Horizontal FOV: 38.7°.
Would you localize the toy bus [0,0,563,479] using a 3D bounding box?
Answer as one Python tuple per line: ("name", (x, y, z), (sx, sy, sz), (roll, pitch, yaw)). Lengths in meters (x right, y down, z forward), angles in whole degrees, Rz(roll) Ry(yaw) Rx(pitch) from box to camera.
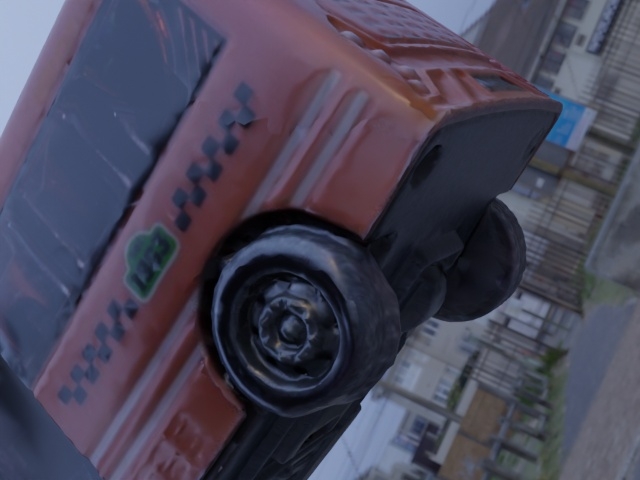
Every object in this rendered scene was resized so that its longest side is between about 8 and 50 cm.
("toy bus", (-0.082, 0.055, 0.481), (0.426, 0.233, 0.203), (-56, -18, 24))
